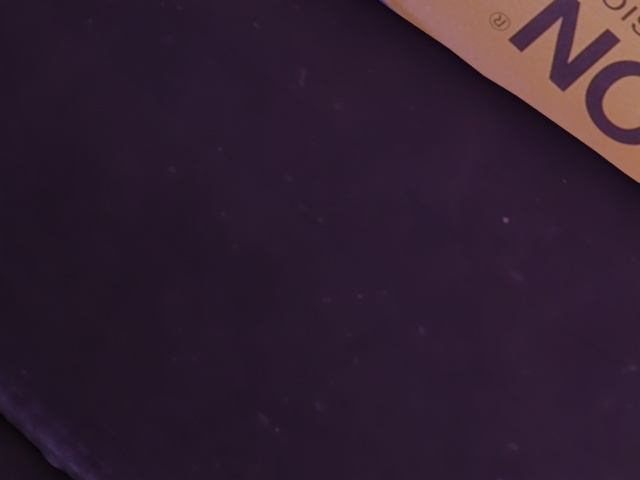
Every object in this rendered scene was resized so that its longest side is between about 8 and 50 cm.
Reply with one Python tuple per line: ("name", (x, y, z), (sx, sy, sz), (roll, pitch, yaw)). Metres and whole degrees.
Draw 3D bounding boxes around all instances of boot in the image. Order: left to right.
("boot", (-0.022, -0.056, 0.409), (0.146, 0.445, 0.367), (-33, 162, -53))

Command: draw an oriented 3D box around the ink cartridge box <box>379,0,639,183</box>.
("ink cartridge box", (0.063, -0.081, 0.579), (0.307, 0.303, 0.072), (-41, 171, -32))
